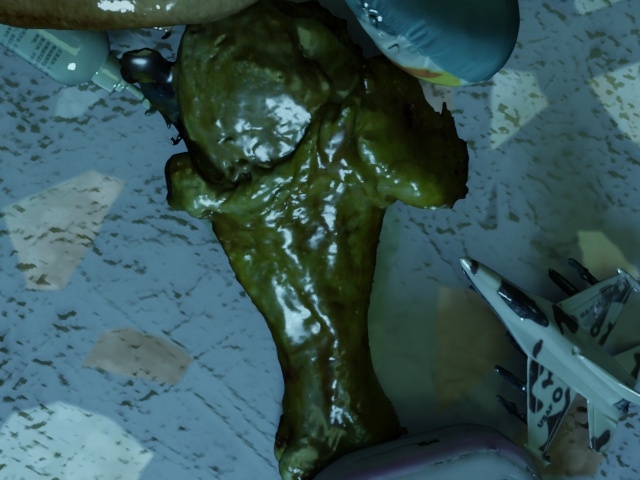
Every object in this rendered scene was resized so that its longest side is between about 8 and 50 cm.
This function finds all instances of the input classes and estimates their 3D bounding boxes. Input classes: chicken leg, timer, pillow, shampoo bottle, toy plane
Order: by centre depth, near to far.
[{"bbox_3d":[0.059,-0.213,1.177,0.086,0.214,0.233,-23,59,27],"label":"pillow"},{"bbox_3d":[0.010,-0.013,1.242,0.211,0.140,0.361,-17,108,15],"label":"chicken leg"},{"bbox_3d":[-0.197,-0.150,1.248,0.195,0.056,0.056,34,92,-7],"label":"shampoo bottle"},{"bbox_3d":[0.167,0.072,1.270,0.234,0.082,0.160,36,77,-23],"label":"toy plane"},{"bbox_3d":[0.074,0.238,1.271,0.190,0.069,0.208,-14,113,-16],"label":"timer"}]

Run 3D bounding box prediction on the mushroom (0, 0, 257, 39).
[{"bbox_3d":[-0.136,-0.222,1.161,0.278,0.278,0.146,-8,125,-3],"label":"mushroom"}]
